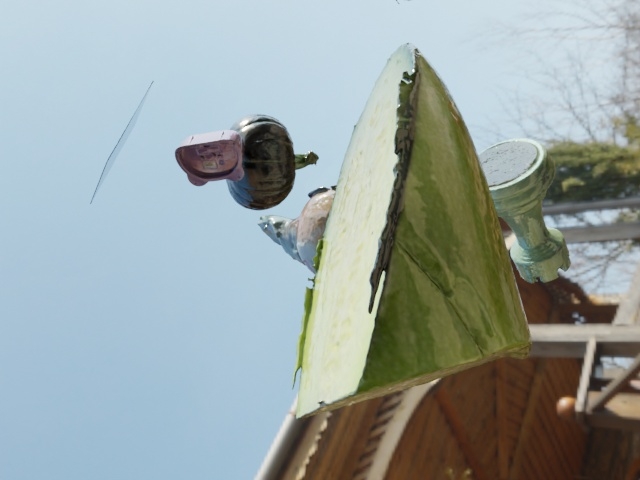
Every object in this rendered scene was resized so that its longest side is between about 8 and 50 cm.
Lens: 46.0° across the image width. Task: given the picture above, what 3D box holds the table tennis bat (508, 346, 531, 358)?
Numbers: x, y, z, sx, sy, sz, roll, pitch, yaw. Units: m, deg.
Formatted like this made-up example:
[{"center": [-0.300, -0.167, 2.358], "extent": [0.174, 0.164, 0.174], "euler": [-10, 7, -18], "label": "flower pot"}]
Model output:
[{"center": [0.196, 0.166, 1.290], "extent": [0.050, 0.321, 0.198], "euler": [80, -163, -49], "label": "table tennis bat"}]

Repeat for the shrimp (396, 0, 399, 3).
[{"center": [0.156, -0.511, 1.527], "extent": [0.051, 0.115, 0.217], "euler": [-62, -6, 24], "label": "shrimp"}]

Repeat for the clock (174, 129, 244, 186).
[{"center": [-0.237, -0.184, 1.675], "extent": [0.050, 0.152, 0.110], "euler": [-77, -24, -52], "label": "clock"}]

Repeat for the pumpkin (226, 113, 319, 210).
[{"center": [-0.126, -0.199, 1.930], "extent": [0.248, 0.248, 0.248], "euler": [10, -102, -54], "label": "pumpkin"}]

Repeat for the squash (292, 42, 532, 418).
[{"center": [0.051, -0.025, 0.679], "extent": [0.210, 0.233, 0.309], "euler": [-13, -104, -18], "label": "squash"}]

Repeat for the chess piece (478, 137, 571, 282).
[{"center": [0.443, -0.050, 1.634], "extent": [0.299, 0.194, 0.194], "euler": [59, -137, -30], "label": "chess piece"}]

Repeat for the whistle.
[{"center": [0.000, 0.000, 1.377], "extent": [0.189, 0.348, 0.189], "euler": [1, -92, -41], "label": "whistle"}]

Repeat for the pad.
[{"center": [-0.407, -0.203, 1.548], "extent": [0.004, 0.163, 0.243], "euler": [27, -128, -13], "label": "pad"}]
